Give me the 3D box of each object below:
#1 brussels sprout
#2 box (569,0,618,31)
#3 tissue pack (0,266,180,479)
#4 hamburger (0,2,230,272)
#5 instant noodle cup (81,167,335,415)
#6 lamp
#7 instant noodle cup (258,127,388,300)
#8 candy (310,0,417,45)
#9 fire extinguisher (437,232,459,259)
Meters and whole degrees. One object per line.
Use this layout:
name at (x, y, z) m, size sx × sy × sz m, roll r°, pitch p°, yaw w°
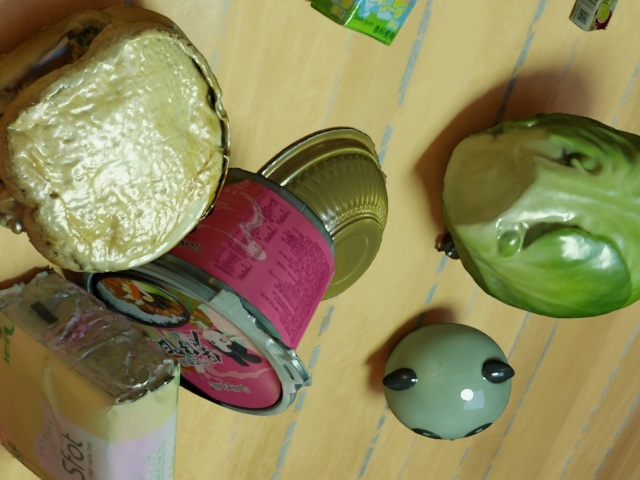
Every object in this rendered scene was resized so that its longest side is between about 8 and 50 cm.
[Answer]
brussels sprout at (0.316, -0.037, 1.744) m, size 0.355 × 0.289 × 0.281 m, roll 18°, pitch 97°, yaw -44°
box at (0.387, -0.371, 1.687) m, size 0.050 × 0.041 × 0.207 m, roll -15°, pitch 136°, yaw -37°
tissue pack at (-0.246, 0.176, 1.367) m, size 0.123 × 0.215 × 0.256 m, roll -38°, pitch 150°, yaw -35°
hamburger at (-0.193, -0.097, 1.188) m, size 0.286 × 0.146 × 0.243 m, roll 0°, pitch 120°, yaw -43°
instant noodle cup at (-0.097, 0.041, 1.375) m, size 0.181 × 0.303 × 0.258 m, roll -57°, pitch 150°, yaw -28°
lamp at (0.194, 0.223, 1.994) m, size 0.198 × 0.198 × 0.244 m, roll -42°, pitch 165°, yaw -10°
instant noodle cup at (0.000, 0.000, 1.581) m, size 0.274 × 0.091 × 0.274 m, roll -32°, pitch 146°, yaw -24°
candy at (0.080, -0.308, 1.360) m, size 0.097 × 0.062 × 0.194 m, roll 12°, pitch 115°, yaw -54°
fire extinguisher at (0.227, 0.000, 1.904) m, size 0.158 × 0.043 × 0.064 m, roll -13°, pitch 177°, yaw -42°
